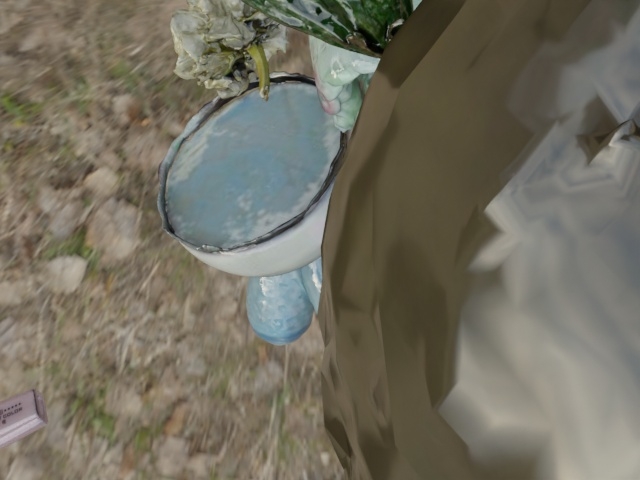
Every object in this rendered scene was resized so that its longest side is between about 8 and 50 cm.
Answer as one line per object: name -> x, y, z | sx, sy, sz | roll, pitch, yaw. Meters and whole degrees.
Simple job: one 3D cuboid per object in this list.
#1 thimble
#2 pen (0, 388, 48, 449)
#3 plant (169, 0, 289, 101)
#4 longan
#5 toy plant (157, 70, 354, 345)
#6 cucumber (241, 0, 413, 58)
thimble -> 0.071, -0.199, 1.617 | 0.185, 0.211, 0.149 | 6, 71, -32
pen -> -0.368, 0.207, 1.695 | 0.197, 0.053, 0.032 | -27, 143, 10
plant -> -0.068, -0.174, 1.443 | 0.104, 0.122, 0.116 | 12, 111, -41
longan -> 0.200, 0.022, 0.655 | 0.404, 0.404, 0.436 | 23, 112, -5
toy plant -> 0.000, 0.000, 1.841 | 0.247, 0.247, 0.332 | -36, 134, 5
cucumber -> -0.064, -0.170, 0.783 | 0.265, 0.077, 0.077 | 30, 98, 9
